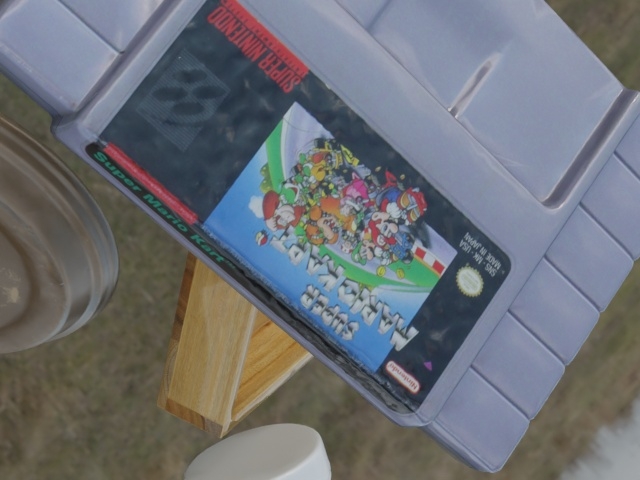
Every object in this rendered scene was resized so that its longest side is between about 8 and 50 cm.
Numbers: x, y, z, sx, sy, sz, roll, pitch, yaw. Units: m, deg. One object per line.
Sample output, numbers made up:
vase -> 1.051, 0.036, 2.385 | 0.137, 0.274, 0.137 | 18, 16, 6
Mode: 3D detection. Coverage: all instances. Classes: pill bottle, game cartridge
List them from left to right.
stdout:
pill bottle -> -0.023, 0.364, 1.336 | 0.188, 0.188, 0.333 | -28, 110, -38
game cartridge -> 0.025, -0.065, 0.686 | 0.230, 0.355, 0.068 | -56, -158, -18

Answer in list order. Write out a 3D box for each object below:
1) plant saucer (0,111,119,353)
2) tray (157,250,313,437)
plant saucer -> -0.269, -0.008, 0.868 | 0.278, 0.278, 0.041 | 104, 3, -54
tray -> 0.000, 0.000, 1.244 | 0.411, 0.076, 0.202 | -37, 146, -57
